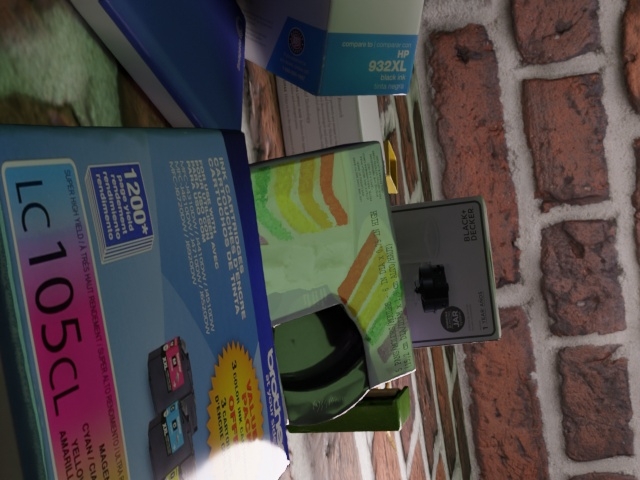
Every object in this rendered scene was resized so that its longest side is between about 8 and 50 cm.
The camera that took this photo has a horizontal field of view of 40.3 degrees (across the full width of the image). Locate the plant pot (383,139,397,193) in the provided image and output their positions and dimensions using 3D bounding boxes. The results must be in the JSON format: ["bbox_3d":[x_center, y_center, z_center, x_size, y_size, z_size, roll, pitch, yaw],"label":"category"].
[{"bbox_3d":[0.102,-0.140,1.712,0.081,0.083,0.081,56,31,-63],"label":"plant pot"}]

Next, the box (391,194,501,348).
[{"bbox_3d":[0.058,0.048,1.031,0.087,0.290,0.169,18,65,-76],"label":"box"}]

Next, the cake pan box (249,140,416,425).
[{"bbox_3d":[-0.028,0.048,0.872,0.246,0.070,0.266,-14,99,-34],"label":"cake pan box"}]

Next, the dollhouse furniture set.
[{"bbox_3d":[0.053,0.145,1.250,0.301,0.151,0.197,-6,90,-76],"label":"dollhouse furniture set"}]

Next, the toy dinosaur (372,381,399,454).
[{"bbox_3d":[0.097,0.296,1.589,0.211,0.064,0.112,52,52,-49],"label":"toy dinosaur"}]

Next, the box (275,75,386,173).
[{"bbox_3d":[0.021,-0.169,1.329,0.181,0.119,0.181,-28,111,-76],"label":"box"}]

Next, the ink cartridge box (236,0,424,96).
[{"bbox_3d":[0.013,-0.336,0.962,0.223,0.129,0.307,40,-52,51],"label":"ink cartridge box"}]

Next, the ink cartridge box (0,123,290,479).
[{"bbox_3d":[-0.136,0.067,0.548,0.395,0.151,0.269,-31,114,-76],"label":"ink cartridge box"}]

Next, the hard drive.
[{"bbox_3d":[-0.147,-0.231,0.842,0.318,0.040,0.210,56,31,-62],"label":"hard drive"}]
